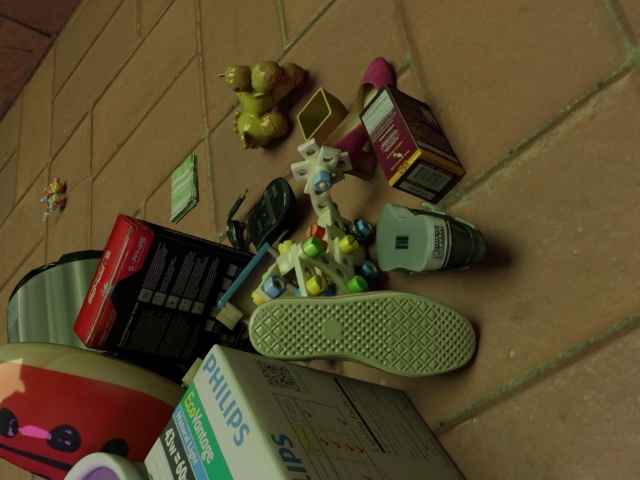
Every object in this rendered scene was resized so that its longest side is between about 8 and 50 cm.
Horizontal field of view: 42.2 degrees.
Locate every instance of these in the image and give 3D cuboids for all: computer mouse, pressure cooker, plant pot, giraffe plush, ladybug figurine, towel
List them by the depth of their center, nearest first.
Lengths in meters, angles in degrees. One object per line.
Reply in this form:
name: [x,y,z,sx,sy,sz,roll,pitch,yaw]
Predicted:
ladybug figurine: [-0.395,0.317,1.407,0.305,0.449,0.162,-52,22,45]
plant pot: [0.018,-0.229,1.599,0.081,0.083,0.081,-48,42,30]
computer mouse: [-0.117,-0.053,1.722,0.262,0.060,0.184,-57,40,37]
pressure cooker: [-0.467,0.281,1.743,0.375,0.370,0.420,-18,52,-2]
giraffe plush: [-0.131,-0.283,1.777,0.210,0.181,0.171,-2,94,42]
towel: [-0.349,-0.131,2.090,0.113,0.023,0.152,-37,47,37]

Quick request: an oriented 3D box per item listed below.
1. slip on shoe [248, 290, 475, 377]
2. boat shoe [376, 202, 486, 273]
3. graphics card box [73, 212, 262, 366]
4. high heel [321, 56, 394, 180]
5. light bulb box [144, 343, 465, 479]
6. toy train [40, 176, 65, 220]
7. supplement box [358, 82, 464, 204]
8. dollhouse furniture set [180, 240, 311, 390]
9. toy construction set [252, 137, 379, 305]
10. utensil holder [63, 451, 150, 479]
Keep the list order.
slip on shoe: [0.061,0.133,1.218,0.101,0.331,0.123,117,156,-88]
boat shoe: [0.165,-0.003,1.282,0.306,0.104,0.113,172,102,-77]
graphics card box: [-0.244,0.111,1.541,0.094,0.370,0.233,30,100,51]
high heel: [0.061,-0.236,1.517,0.082,0.117,0.244,5,78,54]
light bulb box: [0.006,0.360,1.105,0.225,0.361,0.358,-58,37,16]
toy train: [-0.903,-0.139,2.808,0.125,0.046,0.166,-52,37,26]
supplement box: [0.148,-0.162,1.379,0.081,0.104,0.188,-48,41,29]
dollhouse furniture set: [-0.068,0.203,1.487,0.303,0.286,0.198,-54,1,-18]
toy construction set: [0.000,0.000,1.387,0.151,0.215,0.328,-30,42,43]
utensil holder: [-0.197,0.518,1.280,0.327,0.385,0.328,-26,54,43]
